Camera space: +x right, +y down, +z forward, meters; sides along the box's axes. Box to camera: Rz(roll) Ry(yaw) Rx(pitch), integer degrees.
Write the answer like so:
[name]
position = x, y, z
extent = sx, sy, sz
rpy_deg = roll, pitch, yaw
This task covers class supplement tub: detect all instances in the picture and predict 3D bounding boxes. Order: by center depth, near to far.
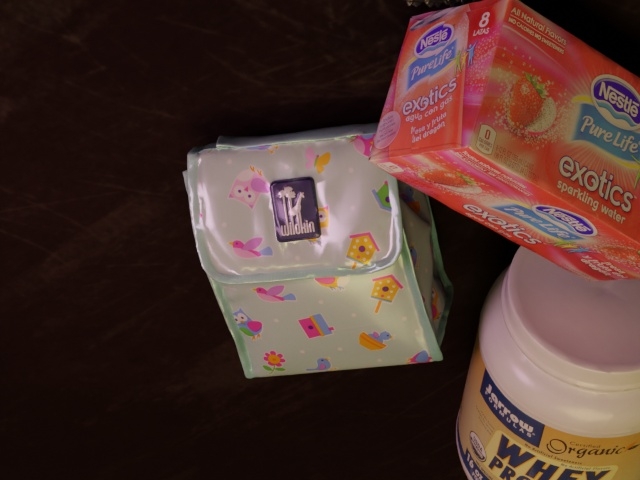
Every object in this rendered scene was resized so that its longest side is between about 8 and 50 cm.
[supplement tub]
position = 0.269, 0.142, 2.064
extent = 0.228, 0.228, 0.316
rpy_deg = 4, 143, -1

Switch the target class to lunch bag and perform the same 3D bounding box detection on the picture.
[lunch bag]
position = 0.000, 0.000, 1.976
extent = 0.223, 0.160, 0.262
rpy_deg = -5, 129, 16

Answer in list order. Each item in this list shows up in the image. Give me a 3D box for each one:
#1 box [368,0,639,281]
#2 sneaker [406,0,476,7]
[box]
position = 0.212, -0.086, 1.805
extent = 0.300, 0.154, 0.142
rpy_deg = 28, 161, -33
[sneaker]
position = 0.118, -0.272, 1.687
extent = 0.078, 0.106, 0.234
rpy_deg = 1, 168, -10
